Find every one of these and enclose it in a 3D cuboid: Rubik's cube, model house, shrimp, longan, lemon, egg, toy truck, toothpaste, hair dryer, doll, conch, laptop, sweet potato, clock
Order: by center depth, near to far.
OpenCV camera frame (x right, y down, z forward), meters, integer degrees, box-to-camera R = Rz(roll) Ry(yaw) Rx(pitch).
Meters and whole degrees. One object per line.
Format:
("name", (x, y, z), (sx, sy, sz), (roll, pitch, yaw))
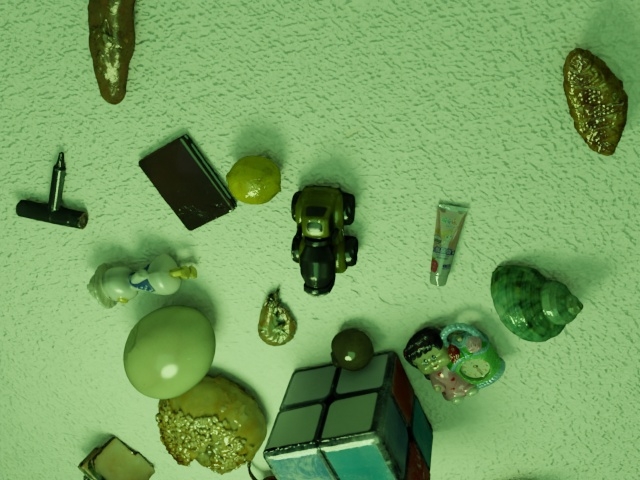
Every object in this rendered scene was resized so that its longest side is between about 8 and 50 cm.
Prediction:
("sweet potato", (-0.420, -0.436, 1.415), (0.106, 0.095, 0.354), (7, 126, -24))
("lemon", (-0.146, -0.132, 1.531), (0.133, 0.109, 0.109), (11, 123, 13))
("toy truck", (0.000, 0.000, 1.544), (0.147, 0.165, 0.224), (5, 122, 11))
("conch", (0.476, 0.140, 1.553), (0.188, 0.122, 0.176), (-3, 96, 10))
("toothpaste", (0.279, 0.010, 1.565), (0.067, 0.043, 0.194), (10, 117, 10))
("laptop", (-0.307, -0.130, 1.620), (0.154, 0.026, 0.207), (-24, 112, 27))
("clock", (0.319, 0.280, 1.689), (0.194, 0.100, 0.195), (-37, 110, 25))
("hair dryer", (-0.654, -0.129, 1.690), (0.173, 0.050, 0.195), (9, 119, 6))
("longan", (0.072, 0.274, 1.738), (0.119, 0.106, 0.106), (-38, 107, 27))
("doll", (-0.452, 0.101, 1.741), (0.293, 0.138, 0.119), (-8, 79, 15))
("Rubik's cube", (0.083, 0.507, 1.754), (0.316, 0.313, 0.318), (-15, 115, 21))
("shrimp", (-0.110, 0.198, 1.767), (0.099, 0.041, 0.180), (9, 122, 6))
("egg", (-0.383, 0.281, 1.776), (0.219, 0.219, 0.269), (42, 109, -14))
("model house", (-0.650, 0.727, 2.154), (0.172, 0.166, 0.183), (-37, 96, 33))

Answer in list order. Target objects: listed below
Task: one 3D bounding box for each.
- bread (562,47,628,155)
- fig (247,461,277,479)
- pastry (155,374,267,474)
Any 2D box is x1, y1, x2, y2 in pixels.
("bread", (0.518, -0.268, 1.314), (0.105, 0.076, 0.233), (-11, 126, 33))
("fig", (-0.132, 0.756, 2.051), (0.202, 0.148, 0.149), (34, 157, -23))
("pastry", (-0.309, 0.517, 1.925), (0.316, 0.184, 0.284), (35, 121, -9))
